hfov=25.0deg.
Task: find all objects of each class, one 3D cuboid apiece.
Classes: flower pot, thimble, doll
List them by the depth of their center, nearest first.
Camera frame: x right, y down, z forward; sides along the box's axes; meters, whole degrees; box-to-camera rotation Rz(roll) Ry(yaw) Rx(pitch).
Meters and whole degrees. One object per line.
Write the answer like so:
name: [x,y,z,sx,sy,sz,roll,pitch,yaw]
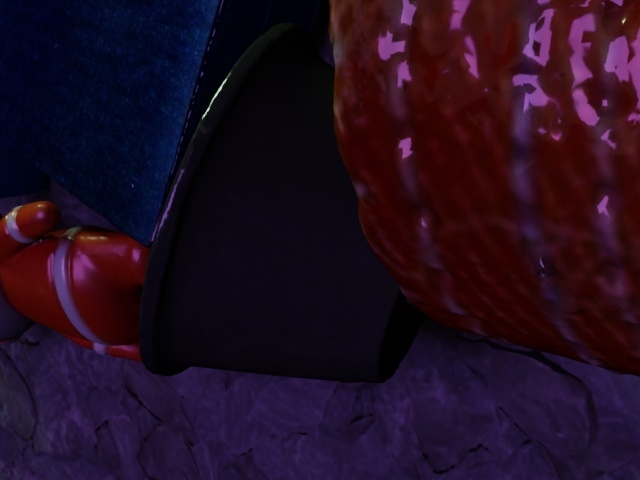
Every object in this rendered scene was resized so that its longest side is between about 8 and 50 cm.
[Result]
thimble: [0.183,-0.094,0.769,0.231,0.350,0.350,12,104,38]
flower pot: [0.000,0.000,1.014,0.166,0.269,0.269,24,113,11]
doll: [-0.254,0.031,1.256,0.336,0.105,0.199,1,139,30]

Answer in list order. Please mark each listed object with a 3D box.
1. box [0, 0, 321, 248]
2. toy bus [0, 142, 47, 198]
box: [-0.138,-0.173,1.149,0.261,0.116,0.279,35,117,37]
toy bus: [-0.301,-0.134,1.312,0.106,0.090,0.184,15,108,36]
